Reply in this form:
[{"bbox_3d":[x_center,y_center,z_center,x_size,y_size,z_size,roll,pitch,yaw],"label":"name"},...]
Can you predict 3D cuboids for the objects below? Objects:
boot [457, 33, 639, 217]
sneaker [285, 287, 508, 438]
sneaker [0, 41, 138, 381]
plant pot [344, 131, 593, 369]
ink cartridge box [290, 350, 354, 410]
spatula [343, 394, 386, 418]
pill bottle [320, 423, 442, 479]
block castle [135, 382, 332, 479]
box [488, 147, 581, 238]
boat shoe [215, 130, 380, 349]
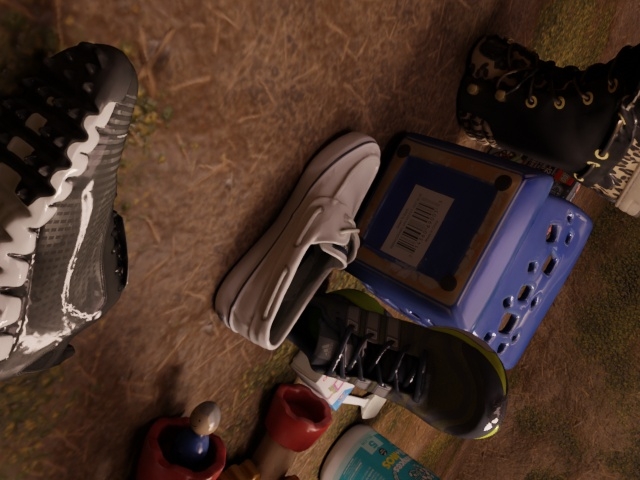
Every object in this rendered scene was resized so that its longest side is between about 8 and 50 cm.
[{"bbox_3d":[0.323,-0.198,0.698,0.138,0.284,0.377,-53,150,-11],"label":"boot"},{"bbox_3d":[0.058,0.127,0.587,0.121,0.300,0.111,6,95,-40],"label":"sneaker"},{"bbox_3d":[-0.163,-0.007,0.348,0.106,0.078,0.234,12,109,-61],"label":"sneaker"},{"bbox_3d":[0.173,0.004,0.708,0.212,0.236,0.236,29,90,-53],"label":"plant pot"},{"bbox_3d":[0.017,0.179,0.786,0.088,0.052,0.122,-49,146,-18],"label":"ink cartridge box"},{"bbox_3d":[0.098,0.244,0.993,0.168,0.019,0.242,-58,150,-3],"label":"spatula"},{"bbox_3d":[0.139,0.466,0.996,0.146,0.264,0.146,-37,142,-35],"label":"pill bottle"},{"bbox_3d":[0.025,0.346,0.557,0.303,0.453,0.212,6,117,-56],"label":"block castle"},{"bbox_3d":[0.312,-0.050,0.927,0.233,0.159,0.044,-51,148,-16],"label":"box"},{"bbox_3d":[0.000,0.000,0.580,0.258,0.084,0.095,-55,149,-9],"label":"boat shoe"}]
